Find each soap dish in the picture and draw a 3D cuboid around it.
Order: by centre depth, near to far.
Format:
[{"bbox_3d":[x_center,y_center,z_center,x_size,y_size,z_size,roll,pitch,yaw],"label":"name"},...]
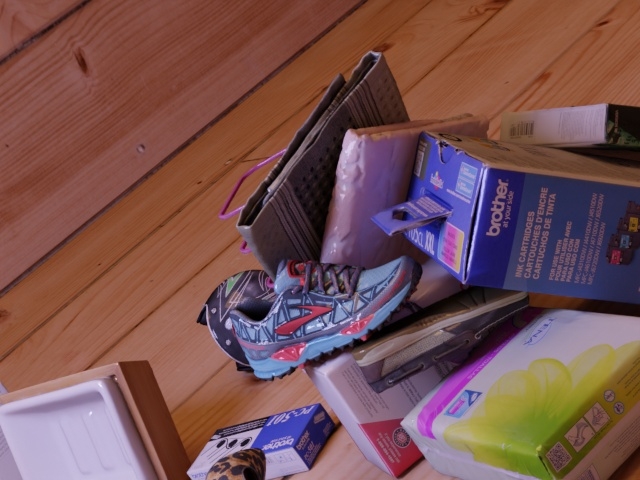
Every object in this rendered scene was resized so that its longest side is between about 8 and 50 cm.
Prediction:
[{"bbox_3d":[-0.339,0.305,2.114,0.291,0.229,0.118,-18,7,39],"label":"soap dish"}]

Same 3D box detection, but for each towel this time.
[{"bbox_3d":[0.026,-0.051,1.834,0.056,0.324,0.312,25,67,33],"label":"towel"},{"bbox_3d":[0.101,-0.004,1.866,0.053,0.332,0.317,22,22,32],"label":"towel"}]

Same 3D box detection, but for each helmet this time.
[{"bbox_3d":[-0.112,0.127,2.268,0.169,0.169,0.161,-42,3,-25],"label":"helmet"}]

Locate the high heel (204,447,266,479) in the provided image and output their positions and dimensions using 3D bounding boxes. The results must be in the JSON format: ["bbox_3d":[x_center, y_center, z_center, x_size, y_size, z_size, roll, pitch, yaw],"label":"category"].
[{"bbox_3d":[-0.048,0.307,1.596,0.186,0.093,0.261,-12,21,21],"label":"high heel"}]

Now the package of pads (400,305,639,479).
[{"bbox_3d":[0.259,0.180,1.582,0.229,0.101,0.296,-41,18,-20],"label":"package of pads"}]

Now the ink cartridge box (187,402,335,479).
[{"bbox_3d":[-0.085,0.294,1.968,0.207,0.046,0.097,-19,23,37],"label":"ink cartridge box"}]

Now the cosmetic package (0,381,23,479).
[{"bbox_3d":[-0.587,0.364,2.426,0.151,0.184,0.151,-12,28,48],"label":"cosmetic package"}]

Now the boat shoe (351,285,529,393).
[{"bbox_3d":[0.150,0.115,1.666,0.223,0.073,0.080,-23,13,0],"label":"boat shoe"}]

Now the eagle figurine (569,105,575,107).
[{"bbox_3d":[0.265,-0.073,2.115,0.298,0.226,0.225,-11,-11,1],"label":"eagle figurine"}]

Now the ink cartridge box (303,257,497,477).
[{"bbox_3d":[0.123,0.154,1.767,0.237,0.172,0.100,-37,16,-13],"label":"ink cartridge box"}]

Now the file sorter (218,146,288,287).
[{"bbox_3d":[0.000,0.000,2.204,0.182,0.291,0.202,-28,18,24],"label":"file sorter"}]

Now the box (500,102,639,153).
[{"bbox_3d":[0.440,-0.141,1.888,0.322,0.058,0.232,1,1,-27],"label":"box"}]

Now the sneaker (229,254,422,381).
[{"bbox_3d":[-0.002,0.073,1.690,0.262,0.125,0.104,-29,12,22],"label":"sneaker"}]

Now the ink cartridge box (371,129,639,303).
[{"bbox_3d":[0.268,-0.031,1.689,0.395,0.151,0.270,8,10,-13],"label":"ink cartridge box"}]
